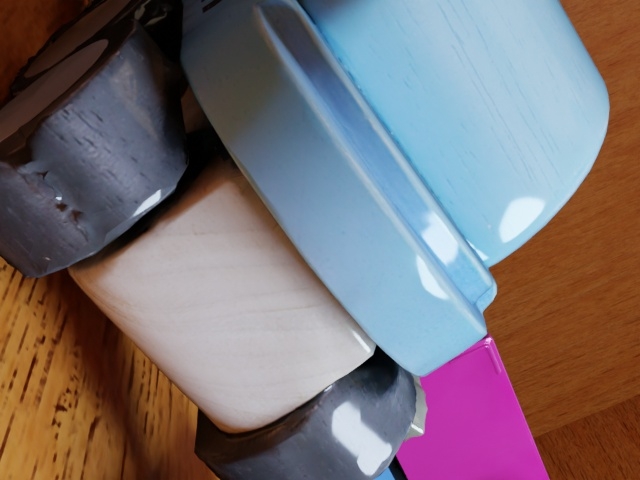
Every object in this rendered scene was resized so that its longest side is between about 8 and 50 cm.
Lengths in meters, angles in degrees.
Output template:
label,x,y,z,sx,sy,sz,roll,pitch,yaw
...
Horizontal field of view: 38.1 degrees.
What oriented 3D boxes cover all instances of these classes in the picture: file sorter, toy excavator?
label,x,y,z,sx,sy,sz,roll,pitch,yaw
file sorter,0.107,0.201,1.012,0.182,0.202,0.291,-112,176,-59
toy excavator,0.069,-0.131,0.525,0.222,0.445,0.433,53,9,-24

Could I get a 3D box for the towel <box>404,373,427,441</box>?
label,x,y,z,sx,sy,sz,roll,pitch,yaw
towel,-0.034,-0.020,0.778,0.324,0.056,0.312,42,16,-24

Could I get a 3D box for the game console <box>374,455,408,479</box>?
label,x,y,z,sx,sy,sz,roll,pitch,yaw
game console,0.014,0.194,0.620,0.124,0.085,0.144,-93,160,-57

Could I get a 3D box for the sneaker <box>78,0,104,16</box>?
label,x,y,z,sx,sy,sz,roll,pitch,yaw
sneaker,-0.147,-0.189,0.687,0.235,0.094,0.153,55,17,5
